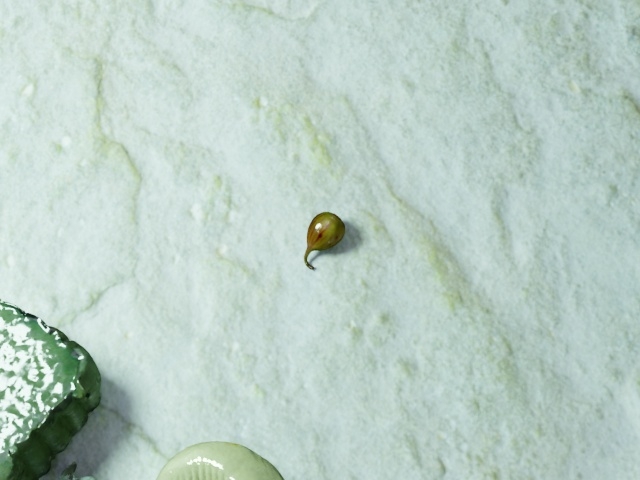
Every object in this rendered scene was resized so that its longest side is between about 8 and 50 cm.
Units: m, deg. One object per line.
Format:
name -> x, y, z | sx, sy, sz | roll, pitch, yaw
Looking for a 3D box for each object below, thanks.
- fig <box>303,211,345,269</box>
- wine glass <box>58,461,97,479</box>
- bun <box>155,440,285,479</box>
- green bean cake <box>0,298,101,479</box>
fig -> 0.000, 0.000, 1.792 | 0.050, 0.050, 0.083 | 31, 96, 17
wine glass -> -0.305, 0.332, 1.712 | 0.083, 0.039, 0.042 | 36, 76, 14
bun -> -0.108, 0.355, 1.635 | 0.222, 0.127, 0.222 | 2, 96, 24
green bean cake -> -0.418, 0.205, 1.728 | 0.223, 0.125, 0.227 | 29, 74, 19
